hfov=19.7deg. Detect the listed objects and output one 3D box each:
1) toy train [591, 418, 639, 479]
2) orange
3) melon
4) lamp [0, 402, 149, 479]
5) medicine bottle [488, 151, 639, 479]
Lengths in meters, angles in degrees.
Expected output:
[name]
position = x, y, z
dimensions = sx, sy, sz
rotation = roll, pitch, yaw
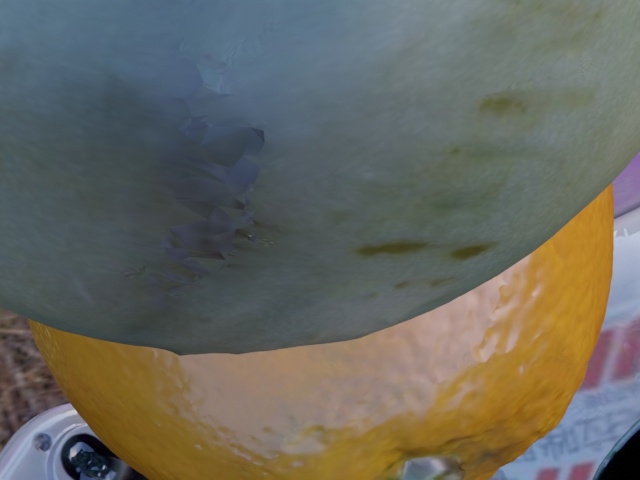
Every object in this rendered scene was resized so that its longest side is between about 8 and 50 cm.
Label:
[toy train]
position = 0.167, 0.023, 0.480
dimensions = 0.234, 0.051, 0.052
rotation = -33, 64, -7
[orange]
position = 0.000, 0.000, 0.938
dimensions = 0.312, 0.312, 0.312
rotation = 0, 90, 8
[melon]
position = -0.019, -0.107, 0.446
dimensions = 0.271, 0.272, 0.308
rotation = 6, 133, 8
[lamp]
position = -0.186, 0.211, 1.149
dimensions = 0.179, 0.108, 0.246
rotation = 40, 72, -17
[medicine bottle]
position = 0.191, 0.117, 1.194
dimensions = 0.256, 0.256, 0.325
rotation = -16, 105, 8
